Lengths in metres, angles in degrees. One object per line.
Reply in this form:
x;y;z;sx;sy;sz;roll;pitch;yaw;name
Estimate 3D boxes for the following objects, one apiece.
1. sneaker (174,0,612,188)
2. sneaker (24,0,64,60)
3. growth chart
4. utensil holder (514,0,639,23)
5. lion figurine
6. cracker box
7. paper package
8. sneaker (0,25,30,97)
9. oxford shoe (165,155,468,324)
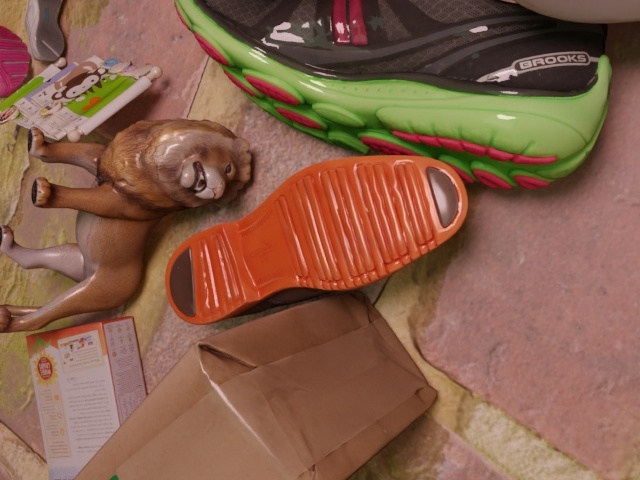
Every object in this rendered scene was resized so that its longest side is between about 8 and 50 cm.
0.059;-0.205;0.710;0.482;0.185;0.202;22;82;23;sneaker
-0.401;-0.333;0.981;0.061;0.053;0.152;7;91;44;sneaker
-0.329;-0.195;0.912;0.237;0.021;0.172;17;57;36;growth chart
0.216;-0.397;0.453;0.327;0.327;0.386;-15;68;27;utensil holder
-0.264;-0.012;0.874;0.392;0.240;0.142;-49;50;38;lion figurine
-0.321;0.233;0.963;0.155;0.067;0.233;-12;87;28;cracker box
-0.081;0.228;0.704;0.325;0.309;0.168;-47;72;22;paper package
-0.530;-0.286;1.030;0.252;0.103;0.111;48;116;24;sneaker
0.000;0.000;0.748;0.363;0.132;0.130;-17;80;30;oxford shoe
